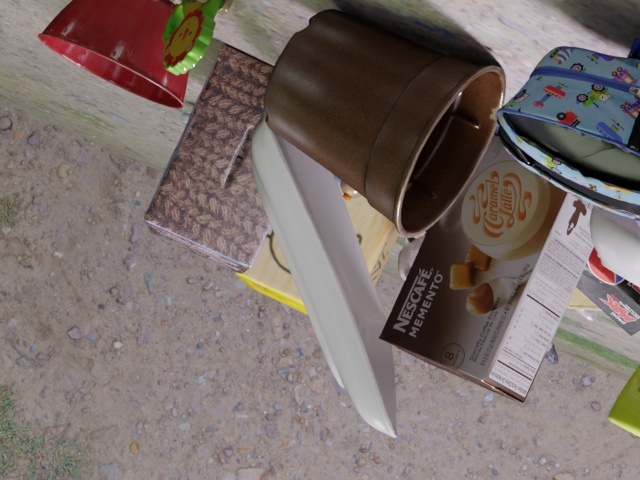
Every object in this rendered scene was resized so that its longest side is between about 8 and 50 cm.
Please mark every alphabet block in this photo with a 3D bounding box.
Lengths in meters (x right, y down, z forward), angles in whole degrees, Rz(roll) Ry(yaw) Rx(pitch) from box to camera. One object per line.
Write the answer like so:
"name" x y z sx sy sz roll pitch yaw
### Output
"alphabet block" 0.002 0.012 2.113 0.192 0.197 0.193 24 173 10

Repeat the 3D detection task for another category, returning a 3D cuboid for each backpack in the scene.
"backpack" 0.214 -0.078 0.946 0.173 0.116 0.158 23 175 14

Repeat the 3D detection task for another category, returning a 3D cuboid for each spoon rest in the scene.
"spoon rest" 0.318 0.001 1.332 0.137 0.084 0.276 30 -175 5

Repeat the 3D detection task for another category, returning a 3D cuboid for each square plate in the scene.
"square plate" 0.000 0.000 1.459 0.344 0.049 0.347 -84 -27 -74

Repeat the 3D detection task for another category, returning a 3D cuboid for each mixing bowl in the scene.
"mixing bowl" -0.218 -0.233 1.561 0.181 0.098 0.181 24 176 2

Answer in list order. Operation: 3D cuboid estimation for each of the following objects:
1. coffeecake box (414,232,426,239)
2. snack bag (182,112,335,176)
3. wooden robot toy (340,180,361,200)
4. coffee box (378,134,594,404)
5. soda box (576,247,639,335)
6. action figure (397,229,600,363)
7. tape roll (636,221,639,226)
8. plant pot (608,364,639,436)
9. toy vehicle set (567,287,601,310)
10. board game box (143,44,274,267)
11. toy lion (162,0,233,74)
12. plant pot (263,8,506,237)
"coffeecake box" 0.215 0.019 2.285 0.142 0.068 0.185 25 175 2
"snack bag" -0.030 -0.122 2.201 0.343 0.037 0.323 29 173 -32
"wooden robot toy" 0.040 -0.096 1.865 0.076 0.079 0.173 28 174 -33
"coffee box" 0.186 0.026 1.438 0.141 0.246 0.098 22 174 39
"soda box" 0.321 0.029 1.581 0.169 0.053 0.060 41 151 3
"action figure" 0.261 0.066 1.997 0.330 0.178 0.341 17 180 -27
"tape roll" 0.360 -0.016 1.118 0.189 0.080 0.189 26 176 2
"plant pot" 0.550 0.204 1.773 0.227 0.207 0.228 27 174 -30
"toy vehicle set" 0.367 0.046 1.714 0.166 0.035 0.267 29 163 -37
"board game box" -0.111 -0.092 1.757 0.141 0.232 0.291 24 176 -4
"toy lion" -0.132 -0.211 1.376 0.034 0.096 0.100 28 175 -30
"plant pot" 0.050 -0.113 1.217 0.165 0.167 0.167 31 178 21
